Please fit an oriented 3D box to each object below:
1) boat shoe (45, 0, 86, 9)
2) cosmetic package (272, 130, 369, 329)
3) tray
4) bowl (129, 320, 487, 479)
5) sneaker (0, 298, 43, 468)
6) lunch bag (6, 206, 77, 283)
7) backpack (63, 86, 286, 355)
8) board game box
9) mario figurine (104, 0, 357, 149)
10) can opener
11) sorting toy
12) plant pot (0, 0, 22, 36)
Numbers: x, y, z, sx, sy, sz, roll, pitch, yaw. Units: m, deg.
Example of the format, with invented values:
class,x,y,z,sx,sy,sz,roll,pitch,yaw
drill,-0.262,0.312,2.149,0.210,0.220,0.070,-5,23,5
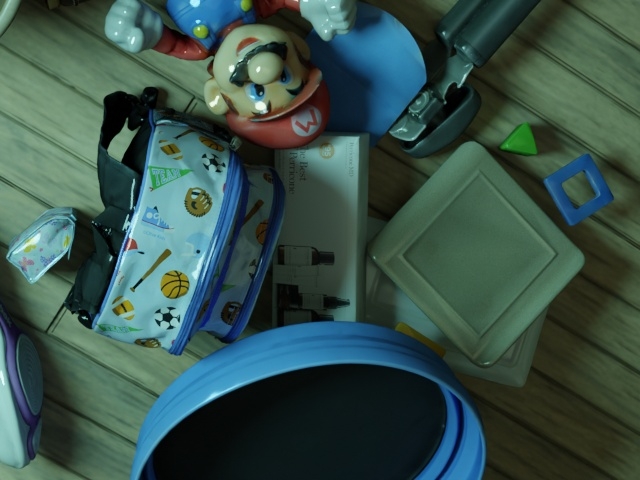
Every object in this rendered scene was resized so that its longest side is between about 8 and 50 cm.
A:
class,x,y,z,sx,sy,sz,roll,pitch,yaw
boat shoe,-0.277,-0.347,1.813,0.073,0.073,0.207,-16,112,-7
cosmetic package,0.000,0.000,1.918,0.098,0.060,0.239,2,98,11
tray,0.133,0.071,1.991,0.270,0.030,0.145,16,93,-13
bowl,-0.016,0.238,1.888,0.391,0.077,0.391,-7,134,-8
sneaker,-0.401,0.114,1.891,0.152,0.114,0.305,-20,102,10
lunch bag,-0.295,0.001,1.887,0.083,0.071,0.053,-43,104,1
backpack,-0.153,0.001,1.804,0.213,0.263,0.277,13,100,-2
board game box,0.038,-0.183,1.915,0.133,0.033,0.169,37,116,-2
mario figurine,-0.094,-0.237,1.811,0.198,0.170,0.320,-29,100,33
can opener,0.175,-0.215,1.930,0.283,0.076,0.095,-48,138,3
sorting toy,0.171,0.017,1.955,0.196,0.047,0.348,45,79,-7
plant pot,-0.417,-0.296,1.715,0.263,0.229,0.263,-2,103,-8
